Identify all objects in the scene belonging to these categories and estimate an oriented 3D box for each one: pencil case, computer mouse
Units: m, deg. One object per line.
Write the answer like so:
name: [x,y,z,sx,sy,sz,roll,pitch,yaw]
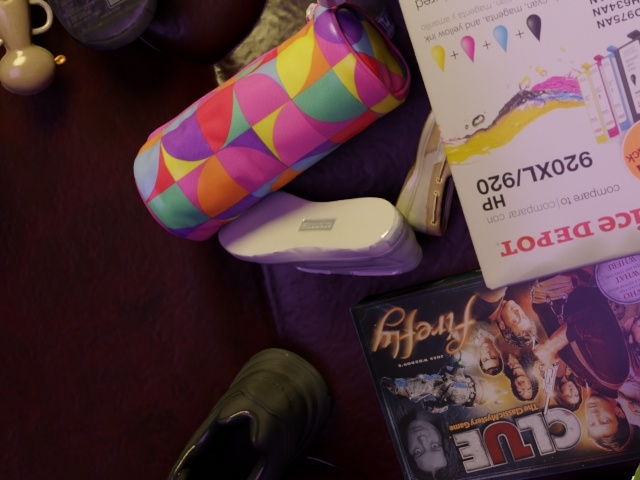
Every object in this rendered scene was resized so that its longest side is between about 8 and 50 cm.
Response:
pencil case: [-0.039,-0.095,1.061,0.236,0.104,0.104,-35,87,27]
computer mouse: [-0.171,-0.295,1.102,0.184,0.060,0.262,-31,86,18]

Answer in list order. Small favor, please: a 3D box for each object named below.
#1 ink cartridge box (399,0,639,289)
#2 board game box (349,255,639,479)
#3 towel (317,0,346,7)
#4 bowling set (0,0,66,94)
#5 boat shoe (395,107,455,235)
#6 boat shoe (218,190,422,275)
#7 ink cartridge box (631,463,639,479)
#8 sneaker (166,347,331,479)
ink cartridge box: [0.177,-0.109,0.930,0.171,0.168,0.232,-15,97,24]
board game box: [0.160,0.097,1.053,0.243,0.042,0.165,-16,95,25]
towel: [0.071,-0.242,0.922,0.197,0.144,0.029,-34,68,-4]
bowling set: [-0.373,-0.140,1.180,0.287,0.200,0.154,-20,101,-17]
boat shoe: [0.097,-0.065,1.043,0.045,0.050,0.135,25,120,12]
boat shoe: [0.000,0.000,1.087,0.184,0.066,0.063,-4,142,37]
ink cartridge box: [0.326,0.236,0.921,0.255,0.097,0.188,28,81,3]
sneaker: [-0.097,0.223,1.143,0.109,0.130,0.286,28,112,13]
